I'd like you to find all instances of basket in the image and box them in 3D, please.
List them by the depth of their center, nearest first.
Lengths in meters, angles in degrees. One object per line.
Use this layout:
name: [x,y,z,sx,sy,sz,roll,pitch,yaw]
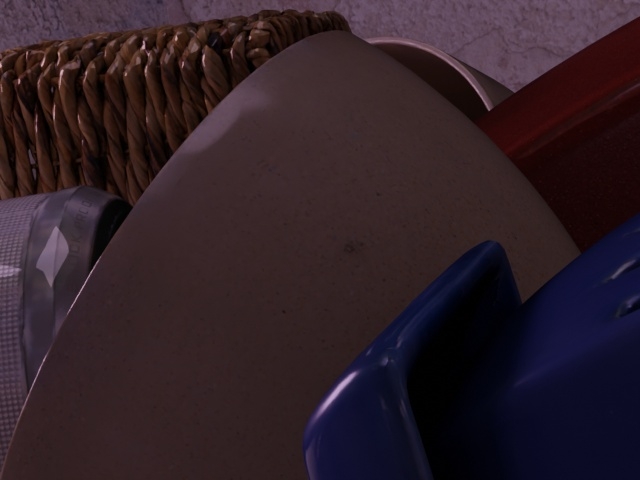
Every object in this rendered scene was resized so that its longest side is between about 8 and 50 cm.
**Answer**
basket: [-0.081,0.005,1.139,0.223,0.299,0.213,-7,7,19]

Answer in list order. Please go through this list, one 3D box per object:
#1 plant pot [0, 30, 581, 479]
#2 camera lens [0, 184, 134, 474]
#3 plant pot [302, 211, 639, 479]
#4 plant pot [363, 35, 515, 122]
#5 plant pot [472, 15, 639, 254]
plant pot: [0.026,0.080,0.731,0.191,0.284,0.284,29,20,15]
camera lens: [-0.209,0.094,0.945,0.274,0.219,0.219,-9,7,8]
plant pot: [0.130,0.093,0.501,0.212,0.236,0.236,-15,5,15]
plant pot: [0.123,-0.013,1.370,0.256,0.256,0.274,-4,-6,40]
plant pot: [0.182,0.021,0.948,0.236,0.267,0.267,-21,7,0]
